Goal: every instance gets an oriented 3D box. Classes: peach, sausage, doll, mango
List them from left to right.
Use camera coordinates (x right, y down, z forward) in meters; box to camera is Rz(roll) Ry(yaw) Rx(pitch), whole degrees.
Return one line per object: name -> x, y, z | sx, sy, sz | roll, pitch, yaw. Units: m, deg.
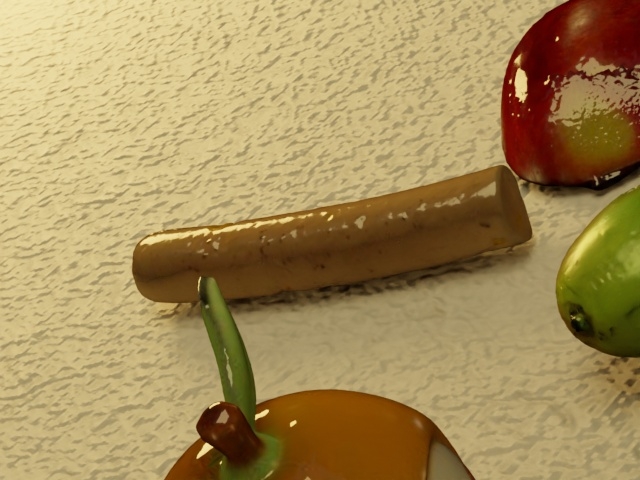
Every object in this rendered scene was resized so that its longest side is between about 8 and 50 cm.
doll -> -0.016, 0.159, 1.002 | 0.213, 0.236, 0.213 | -22, 31, 15
sausage -> 0.000, 0.002, 1.355 | 0.301, 0.066, 0.066 | -11, 36, 23
peach -> 0.229, -0.146, 1.409 | 0.189, 0.068, 0.279 | -1, 41, 29
mango -> 0.254, 0.001, 1.156 | 0.232, 0.111, 0.125 | -26, 38, -3
